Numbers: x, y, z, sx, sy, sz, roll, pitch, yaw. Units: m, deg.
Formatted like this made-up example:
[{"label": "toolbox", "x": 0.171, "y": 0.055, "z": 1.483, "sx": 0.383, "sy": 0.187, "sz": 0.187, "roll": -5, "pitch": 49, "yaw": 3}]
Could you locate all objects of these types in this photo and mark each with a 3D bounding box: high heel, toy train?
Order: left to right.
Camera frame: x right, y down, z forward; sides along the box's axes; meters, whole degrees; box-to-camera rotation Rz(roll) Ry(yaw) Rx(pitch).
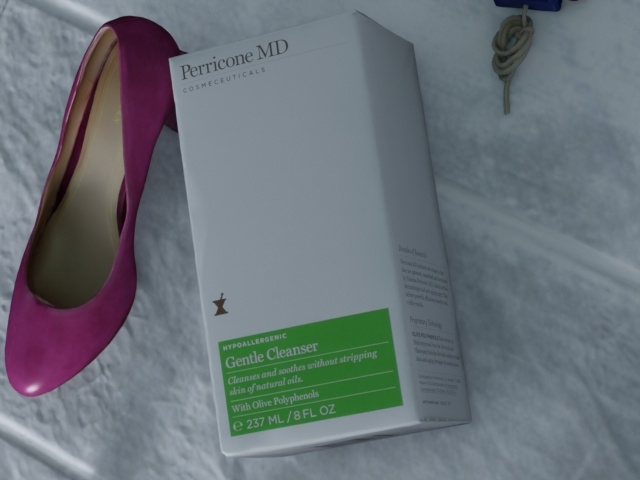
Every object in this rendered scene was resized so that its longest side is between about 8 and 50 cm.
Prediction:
[{"label": "high heel", "x": -0.235, "y": -0.032, "z": 1.787, "sx": 0.127, "sy": 0.181, "sz": 0.377, "roll": 21, "pitch": 91, "yaw": 22}, {"label": "toy train", "x": 0.172, "y": -0.244, "z": 1.683, "sx": 0.105, "sy": 0.143, "sz": 0.248, "roll": 8, "pitch": 86, "yaw": 22}]

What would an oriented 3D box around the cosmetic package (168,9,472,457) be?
[{"label": "cosmetic package", "x": 0.000, "y": 0.000, "z": 1.712, "sx": 0.197, "sy": 0.155, "sz": 0.365, "roll": -14, "pitch": 80, "yaw": 21}]
